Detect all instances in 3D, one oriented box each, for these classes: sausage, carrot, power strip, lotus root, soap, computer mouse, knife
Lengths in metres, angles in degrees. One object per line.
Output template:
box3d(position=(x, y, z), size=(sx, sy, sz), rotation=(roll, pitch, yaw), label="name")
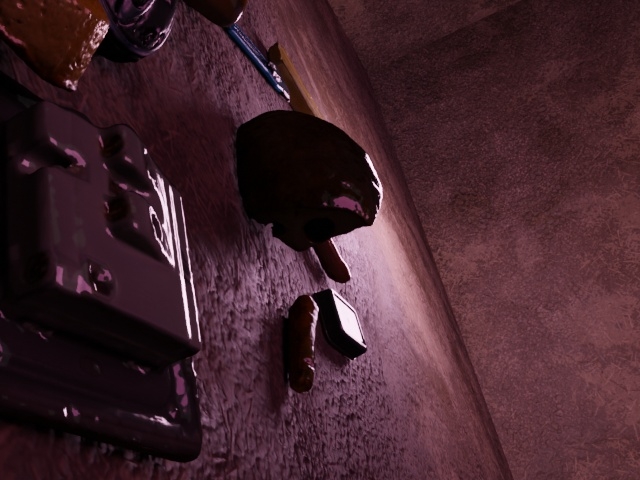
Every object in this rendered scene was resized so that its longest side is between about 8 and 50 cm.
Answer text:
box3d(position=(0.000, 0.000, 1.373), size=(0.186, 0.043, 0.043), rotation=(61, 13, -23), label="sausage")
box3d(position=(-0.023, 0.129, 1.043), size=(0.042, 0.042, 0.171), rotation=(60, 16, -30), label="carrot")
box3d(position=(-0.153, 0.008, 0.578), size=(0.251, 0.092, 0.257), rotation=(50, 23, -59), label="power strip")
box3d(position=(-0.012, -0.111, 1.222), size=(0.210, 0.142, 0.314), rotation=(44, 23, -30), label="lotus root")
box3d(position=(-0.041, -0.303, 1.761), size=(0.252, 0.037, 0.092), rotation=(55, 15, -40), label="soap")
box3d(position=(-0.208, -0.287, 0.874), size=(0.137, 0.096, 0.233), rotation=(55, 16, -45), label="computer mouse")
box3d(position=(-0.113, -0.336, 1.542), size=(0.296, 0.026, 0.044), rotation=(39, 42, -67), label="knife")

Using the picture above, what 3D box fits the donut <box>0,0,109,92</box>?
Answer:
box3d(position=(-0.223, -0.192, 0.587), size=(0.178, 0.065, 0.162), rotation=(48, 2, 16), label="donut")

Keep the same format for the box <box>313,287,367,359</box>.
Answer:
box3d(position=(0.033, 0.131, 1.292), size=(0.126, 0.031, 0.091), rotation=(46, 24, -56), label="box")

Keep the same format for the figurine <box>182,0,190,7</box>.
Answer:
box3d(position=(-0.167, -0.421, 1.288), size=(0.250, 0.166, 0.141), rotation=(-147, -115, -73), label="figurine")

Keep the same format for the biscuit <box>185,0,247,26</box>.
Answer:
box3d(position=(-0.159, -0.447, 1.070), size=(0.236, 0.062, 0.291), rotation=(35, 58, -32), label="biscuit")
